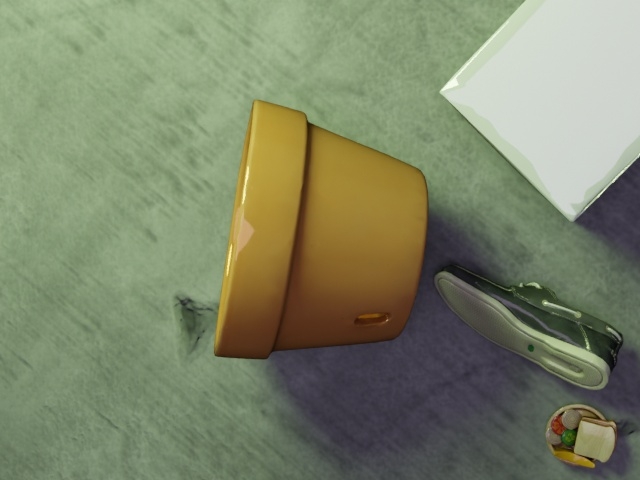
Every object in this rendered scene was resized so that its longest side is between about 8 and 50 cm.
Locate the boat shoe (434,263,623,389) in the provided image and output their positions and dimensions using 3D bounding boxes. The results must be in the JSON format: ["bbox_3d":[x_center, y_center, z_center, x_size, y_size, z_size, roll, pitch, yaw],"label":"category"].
[{"bbox_3d":[0.246,0.090,1.136,0.233,0.084,0.079,28,62,14],"label":"boat shoe"}]

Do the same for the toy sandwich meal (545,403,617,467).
[{"bbox_3d":[0.315,0.239,1.149,0.085,0.029,0.086,1,96,11],"label":"toy sandwich meal"}]

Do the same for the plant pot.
[{"bbox_3d":[0.000,0.000,1.076,0.203,0.291,0.291,8,97,-6],"label":"plant pot"}]

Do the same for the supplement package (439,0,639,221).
[{"bbox_3d":[0.297,-0.186,1.054,0.204,0.145,0.262,45,101,4],"label":"supplement package"}]
